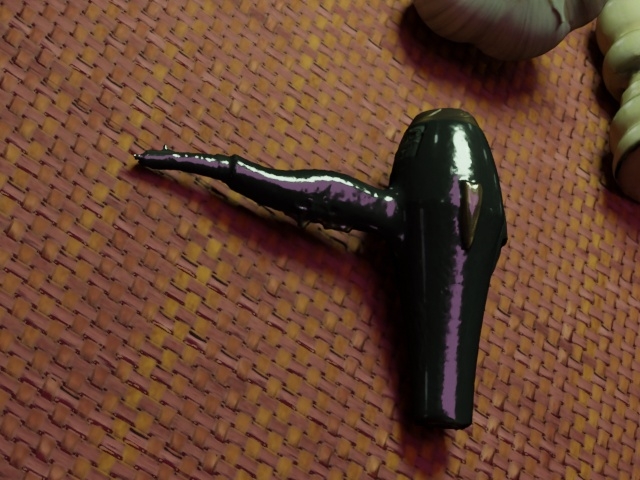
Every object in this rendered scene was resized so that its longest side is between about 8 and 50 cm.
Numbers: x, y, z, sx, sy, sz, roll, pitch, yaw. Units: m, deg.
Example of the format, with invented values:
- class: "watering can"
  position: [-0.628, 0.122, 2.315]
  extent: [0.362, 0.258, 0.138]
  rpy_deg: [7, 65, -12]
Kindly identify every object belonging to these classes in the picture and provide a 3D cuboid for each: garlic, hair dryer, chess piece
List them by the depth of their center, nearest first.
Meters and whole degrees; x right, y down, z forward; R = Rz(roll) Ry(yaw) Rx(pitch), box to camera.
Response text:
- class: "hair dryer"
  position: [0.000, 0.000, 1.291]
  extent: [0.360, 0.120, 0.303]
  rpy_deg: [13, 69, -19]
- class: "garlic"
  position: [0.184, -0.321, 1.549]
  extent: [0.207, 0.207, 0.256]
  rpy_deg: [-15, 65, -42]
- class: "chess piece"
  position: [0.378, -0.179, 1.653]
  extent: [0.143, 0.143, 0.260]
  rpy_deg: [17, 50, -29]
